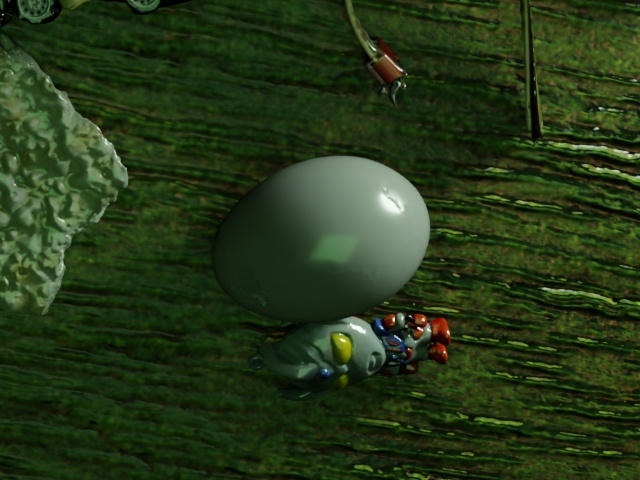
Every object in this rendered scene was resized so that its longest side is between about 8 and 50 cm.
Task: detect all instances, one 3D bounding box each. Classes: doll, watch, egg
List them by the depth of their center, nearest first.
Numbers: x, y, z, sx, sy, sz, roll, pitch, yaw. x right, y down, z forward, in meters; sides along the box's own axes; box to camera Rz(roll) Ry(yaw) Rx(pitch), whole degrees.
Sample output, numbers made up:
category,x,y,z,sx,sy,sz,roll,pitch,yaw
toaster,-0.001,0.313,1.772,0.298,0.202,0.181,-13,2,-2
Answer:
category,x,y,z,sx,sy,sz,roll,pitch,yaw
watch,0.107,-0.200,1.395,0.165,0.102,0.268,-13,117,3
egg,0.000,0.000,1.399,0.199,0.146,0.146,-12,108,3
doll,0.026,0.106,1.480,0.195,0.062,0.104,-5,150,-13

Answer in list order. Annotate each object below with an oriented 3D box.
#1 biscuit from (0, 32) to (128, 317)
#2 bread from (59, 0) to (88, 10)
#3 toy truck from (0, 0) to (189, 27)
category,x,y,z,sx,sy,sz,roll,pitch,yaw
biscuit,-0.267,-0.057,1.398,0.188,0.040,0.265,-4,108,-7
bread,-0.121,-0.290,1.214,0.268,0.130,0.152,-32,71,-12
toy truck,-0.221,-0.245,1.320,0.243,0.101,0.125,-6,99,-5
